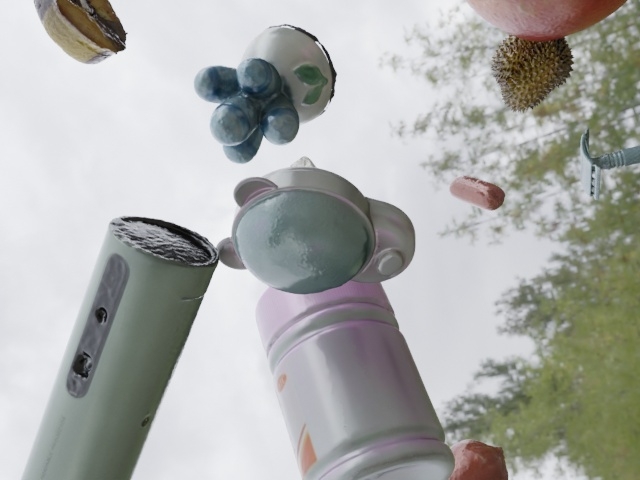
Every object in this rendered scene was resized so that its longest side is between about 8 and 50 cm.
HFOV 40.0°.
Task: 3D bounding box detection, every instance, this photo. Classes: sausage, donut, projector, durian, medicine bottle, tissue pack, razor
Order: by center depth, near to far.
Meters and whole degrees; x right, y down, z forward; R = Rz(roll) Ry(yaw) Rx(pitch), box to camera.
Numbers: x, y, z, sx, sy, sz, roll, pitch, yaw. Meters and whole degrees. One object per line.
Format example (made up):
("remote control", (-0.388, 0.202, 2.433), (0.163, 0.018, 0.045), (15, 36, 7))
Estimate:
("projector", (-0.202, 0.146, 0.844), (0.108, 0.108, 0.338), (1, -64, -54))
("medicine bottle", (0.040, 0.206, 1.225), (0.202, 0.202, 0.316), (27, -146, -46))
("razor", (0.487, -0.131, 1.250), (0.106, 0.231, 0.068), (58, -159, -63))
("tissue pack", (-0.010, -0.091, 1.441), (0.083, 0.042, 0.062), (50, -168, -37))
("donut", (-0.412, -0.379, 1.498), (0.184, 0.073, 0.166), (59, -156, 7))
("durian", (0.394, -0.329, 1.653), (0.137, 0.168, 0.158), (25, -155, -45))
("sausage", (0.278, 0.512, 1.814), (0.148, 0.254, 0.148), (49, -173, -8))
("sausage", (0.352, -0.107, 1.977), (0.062, 0.154, 0.062), (-9, -71, -27))

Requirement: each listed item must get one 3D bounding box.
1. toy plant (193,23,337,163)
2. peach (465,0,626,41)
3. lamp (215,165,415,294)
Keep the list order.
("toy plant", (-0.133, -0.298, 1.862), (0.247, 0.247, 0.332), (61, -141, -15))
("peach", (0.380, -0.512, 1.442), (0.388, 0.388, 0.389), (28, -127, -45))
("lamp", (0.001, 0.002, 1.089), (0.245, 0.179, 0.108), (10, -132, -13))
